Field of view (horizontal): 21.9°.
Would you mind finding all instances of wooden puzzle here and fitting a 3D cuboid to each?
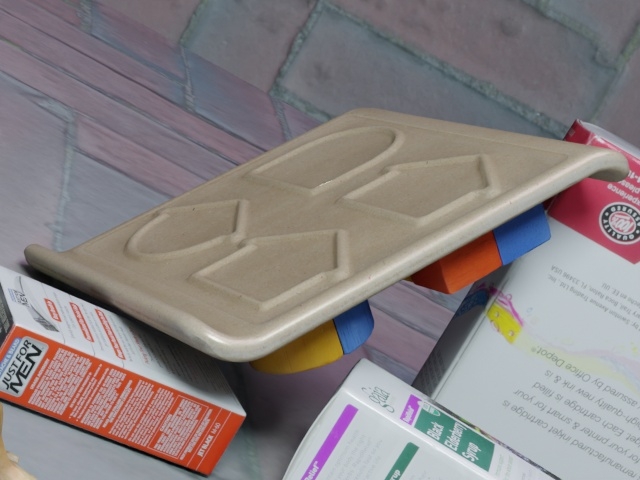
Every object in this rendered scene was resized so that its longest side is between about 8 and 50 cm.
[{"bbox_3d":[0.000,0.000,1.196,0.348,0.080,0.322,-23,20,-25],"label":"wooden puzzle"}]

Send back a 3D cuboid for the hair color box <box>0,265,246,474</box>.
[{"bbox_3d":[-0.140,0.083,1.056,0.167,0.053,0.093,26,12,-27],"label":"hair color box"}]

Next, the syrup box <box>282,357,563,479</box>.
[{"bbox_3d":[0.096,0.185,1.114,0.237,0.096,0.093,33,12,3],"label":"syrup box"}]

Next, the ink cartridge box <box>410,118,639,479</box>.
[{"bbox_3d":[0.219,0.092,1.287,0.226,0.306,0.131,31,12,-5],"label":"ink cartridge box"}]

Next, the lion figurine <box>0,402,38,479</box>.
[{"bbox_3d":[-0.247,0.111,0.542,0.240,0.142,0.392,37,25,-7],"label":"lion figurine"}]
